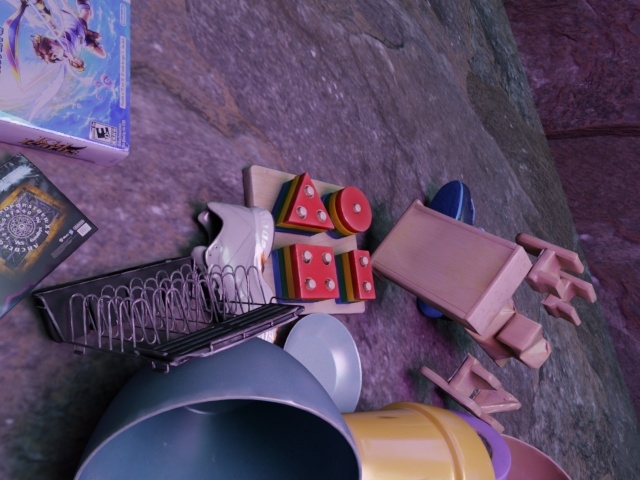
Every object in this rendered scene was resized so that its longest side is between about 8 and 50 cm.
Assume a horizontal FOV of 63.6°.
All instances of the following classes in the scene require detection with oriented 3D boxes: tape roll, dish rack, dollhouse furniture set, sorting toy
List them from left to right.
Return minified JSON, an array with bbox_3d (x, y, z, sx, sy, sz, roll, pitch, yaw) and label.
[{"bbox_3d":[-0.164,0.072,0.585,0.208,0.272,0.074,-18,103,-49],"label":"dish rack"},{"bbox_3d":[0.000,0.000,0.917,0.257,0.090,0.255,7,71,-46],"label":"sorting toy"},{"bbox_3d":[0.241,0.399,0.938,0.189,0.189,0.080,-22,124,-49],"label":"tape roll"},{"bbox_3d":[0.311,0.126,1.056,0.362,0.257,0.394,-52,133,-6],"label":"dollhouse furniture set"}]

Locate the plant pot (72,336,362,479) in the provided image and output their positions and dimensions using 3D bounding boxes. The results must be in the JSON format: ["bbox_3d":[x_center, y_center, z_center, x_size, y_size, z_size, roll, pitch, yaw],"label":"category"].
[{"bbox_3d":[-0.116,0.221,0.607,0.290,0.290,0.195,45,12,-28],"label":"plant pot"}]

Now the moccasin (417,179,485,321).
[{"bbox_3d":[0.307,0.027,1.229,0.117,0.138,0.341,23,72,-25],"label":"moccasin"}]

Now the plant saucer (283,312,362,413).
[{"bbox_3d":[-0.005,0.221,0.872,0.195,0.038,0.194,19,63,-42],"label":"plant saucer"}]

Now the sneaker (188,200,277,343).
[{"bbox_3d":[-0.137,0.062,0.754,0.121,0.099,0.262,15,58,-36],"label":"sneaker"}]

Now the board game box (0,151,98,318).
[{"bbox_3d":[-0.357,0.002,0.571,0.126,0.026,0.186,52,45,-21],"label":"board game box"}]

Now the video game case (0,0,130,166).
[{"bbox_3d":[-0.360,-0.248,0.632,0.245,0.061,0.269,9,70,-45],"label":"video game case"}]

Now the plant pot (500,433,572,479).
[{"bbox_3d":[0.326,0.533,0.986,0.284,0.284,0.190,-22,124,-49],"label":"plant pot"}]

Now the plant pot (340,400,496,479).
[{"bbox_3d":[0.087,0.362,0.773,0.239,0.254,0.253,24,59,-32],"label":"plant pot"}]
